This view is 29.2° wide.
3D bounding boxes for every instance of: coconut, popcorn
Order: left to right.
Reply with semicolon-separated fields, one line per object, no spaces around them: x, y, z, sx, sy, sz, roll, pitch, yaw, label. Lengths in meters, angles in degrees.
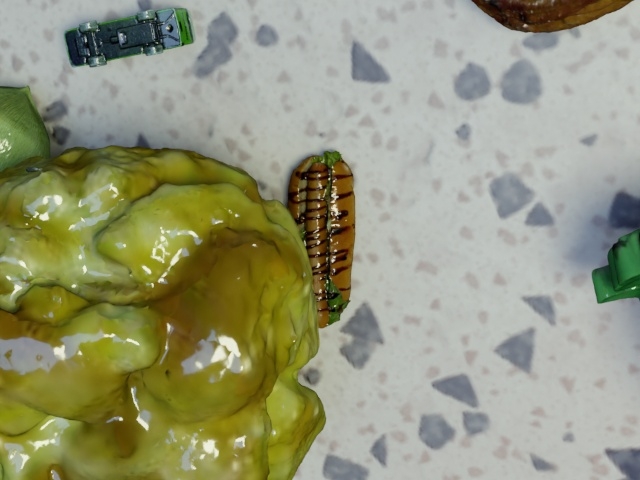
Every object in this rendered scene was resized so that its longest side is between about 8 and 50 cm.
-0.229;-0.068;0.851;0.088;0.088;0.096;36;83;5;coconut
-0.135;0.068;0.756;0.282;0.247;0.282;-1;106;-3;popcorn

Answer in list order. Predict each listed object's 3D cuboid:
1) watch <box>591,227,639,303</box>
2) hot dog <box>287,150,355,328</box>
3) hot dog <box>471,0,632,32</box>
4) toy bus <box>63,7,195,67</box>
0.245;0.057;0.709;0.131;0.165;0.152;-24;76;31;watch
0.000;0.000;0.829;0.049;0.037;0.122;1;101;18;hot dog
0.163;-0.219;0.708;0.227;0.099;0.160;-42;88;22;hot dog
-0.130;-0.138;0.833;0.083;0.037;0.031;-8;101;17;toy bus
